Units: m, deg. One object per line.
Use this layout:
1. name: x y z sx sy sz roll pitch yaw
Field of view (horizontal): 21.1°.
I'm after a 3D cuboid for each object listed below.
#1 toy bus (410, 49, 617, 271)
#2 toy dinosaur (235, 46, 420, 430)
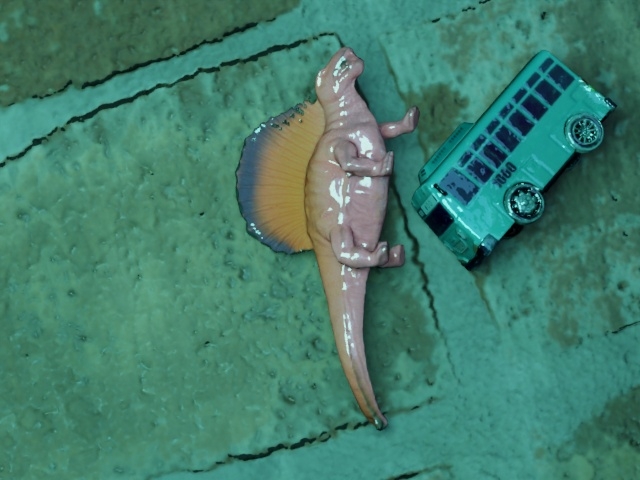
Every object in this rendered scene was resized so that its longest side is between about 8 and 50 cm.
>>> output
1. toy bus: 0.143 -0.061 1.323 0.092 0.079 0.160 40 77 2
2. toy dinosaur: -0.007 -0.004 1.302 0.139 0.070 0.286 5 93 19
